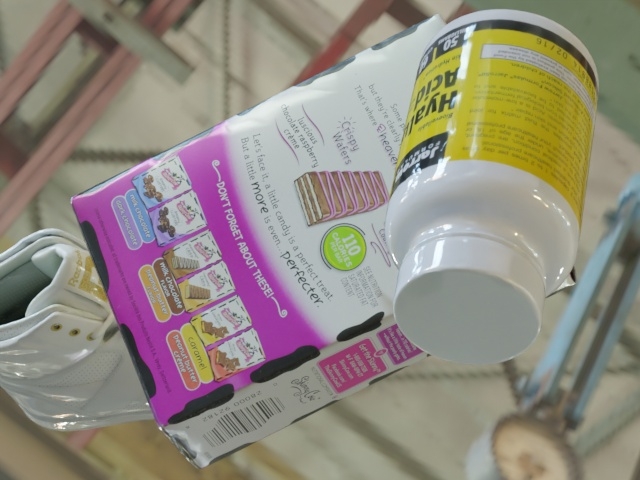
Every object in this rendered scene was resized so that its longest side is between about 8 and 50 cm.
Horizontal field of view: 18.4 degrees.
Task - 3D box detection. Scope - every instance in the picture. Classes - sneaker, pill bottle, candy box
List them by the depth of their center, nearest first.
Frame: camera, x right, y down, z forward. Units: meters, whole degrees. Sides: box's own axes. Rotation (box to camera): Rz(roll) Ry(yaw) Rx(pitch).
[{"bbox_3d":[0.056,-0.017,0.659,0.065,0.116,0.065,7,-42,7],"label":"pill bottle"},{"bbox_3d":[0.000,0.000,1.080,0.233,0.159,0.071,-26,-30,3],"label":"candy box"},{"bbox_3d":[-0.120,0.056,1.401,0.293,0.108,0.169,-14,-33,17],"label":"sneaker"}]
